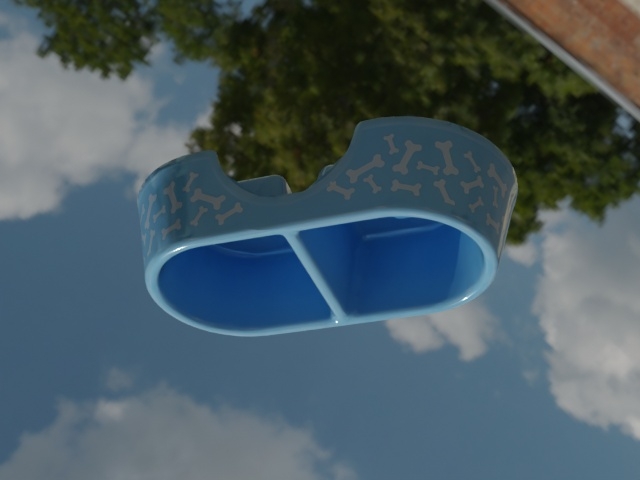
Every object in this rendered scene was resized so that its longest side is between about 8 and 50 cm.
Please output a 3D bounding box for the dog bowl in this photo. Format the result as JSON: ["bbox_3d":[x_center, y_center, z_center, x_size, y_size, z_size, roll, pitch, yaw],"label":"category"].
[{"bbox_3d":[0.000,0.000,0.881,0.166,0.297,0.074,59,-153,-49],"label":"dog bowl"}]
